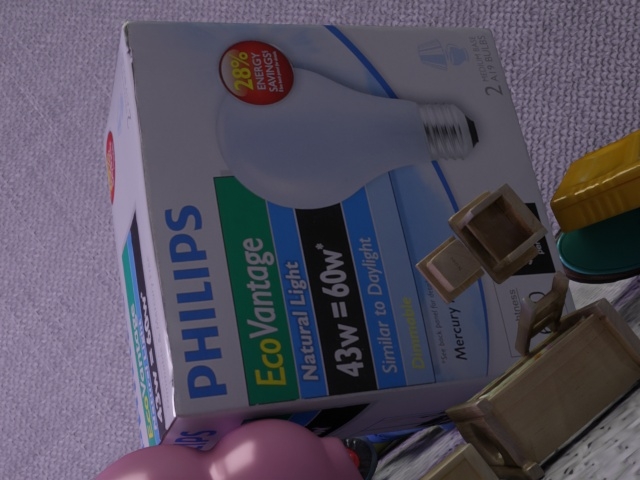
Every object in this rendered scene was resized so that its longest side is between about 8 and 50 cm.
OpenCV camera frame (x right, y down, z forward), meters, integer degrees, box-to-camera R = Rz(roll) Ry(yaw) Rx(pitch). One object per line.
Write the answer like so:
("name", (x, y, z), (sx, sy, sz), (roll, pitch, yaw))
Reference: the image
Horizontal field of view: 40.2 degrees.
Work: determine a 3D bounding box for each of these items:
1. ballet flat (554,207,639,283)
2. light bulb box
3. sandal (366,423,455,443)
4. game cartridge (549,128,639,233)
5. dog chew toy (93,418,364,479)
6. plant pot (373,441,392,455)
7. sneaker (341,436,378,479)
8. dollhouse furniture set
("ballet flat", (0.382, -0.013, 1.031), (0.280, 0.095, 0.096), (-26, -21, -14))
("light bulb box", (0.000, 0.000, 0.830), (0.361, 0.358, 0.225), (-4, -22, -19))
("sandal", (0.099, 0.185, 1.063), (0.138, 0.126, 0.317), (-40, 0, -42))
("game cartridge", (0.424, -0.116, 0.964), (0.323, 0.053, 0.285), (-22, 6, 24))
("dog chew toy", (-0.119, 0.244, 0.628), (0.331, 0.207, 0.206), (-30, -9, -5))
("plant pot", (0.065, 0.204, 1.325), (0.254, 0.276, 0.276), (-53, -11, 12))
("sneaker", (0.006, 0.295, 1.145), (0.125, 0.104, 0.262), (-27, -13, -40))
("dollhouse furniture set", (0.091, 0.082, 0.586), (0.182, 0.161, 0.101), (-36, -9, -12))
